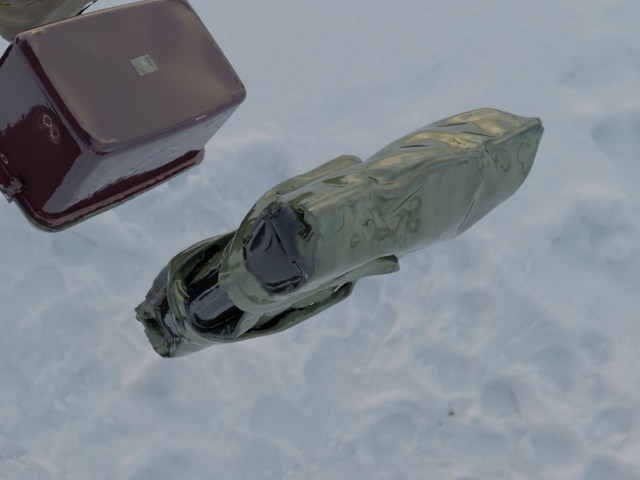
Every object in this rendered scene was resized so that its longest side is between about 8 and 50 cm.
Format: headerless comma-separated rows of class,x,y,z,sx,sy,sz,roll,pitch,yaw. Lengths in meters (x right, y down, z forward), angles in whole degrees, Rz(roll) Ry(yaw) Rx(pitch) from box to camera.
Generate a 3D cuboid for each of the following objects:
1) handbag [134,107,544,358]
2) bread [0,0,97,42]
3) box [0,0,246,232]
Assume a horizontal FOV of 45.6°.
handbag,-0.001,0.000,0.627,0.253,0.315,0.109,-23,85,-38
bread,-0.423,-0.416,1.106,0.167,0.324,0.277,42,95,-1
box,-0.240,-0.161,0.887,0.294,0.167,0.193,-35,90,-45
